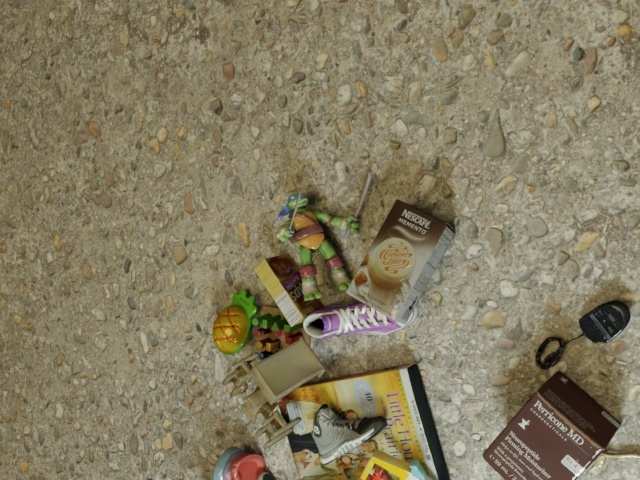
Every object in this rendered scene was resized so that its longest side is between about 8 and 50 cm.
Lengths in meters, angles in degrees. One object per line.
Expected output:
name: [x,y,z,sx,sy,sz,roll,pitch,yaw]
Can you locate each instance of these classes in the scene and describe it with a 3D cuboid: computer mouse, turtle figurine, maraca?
computer mouse: [0.549,0.201,1.533,0.242,0.041,0.071,-42,74,37]
turtle figurine: [0.000,0.000,1.776,0.274,0.197,0.267,-16,91,38]
maraca: [-0.236,0.228,2.023,0.127,0.099,0.186,28,93,36]

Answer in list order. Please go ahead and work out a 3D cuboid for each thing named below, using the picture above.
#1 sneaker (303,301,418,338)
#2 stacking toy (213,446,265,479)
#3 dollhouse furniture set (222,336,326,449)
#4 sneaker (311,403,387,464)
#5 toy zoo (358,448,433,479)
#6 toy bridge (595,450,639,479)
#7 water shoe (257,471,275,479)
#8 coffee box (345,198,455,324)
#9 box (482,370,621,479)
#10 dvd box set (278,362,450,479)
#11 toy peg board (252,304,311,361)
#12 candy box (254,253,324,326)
sneaker: [0.088,0.194,1.763,0.282,0.161,0.102,-16,86,33]
stacking toy: [-0.283,0.738,2.011,0.130,0.279,0.309,7,96,31]
dollhouse furniture set: [-0.111,0.376,1.881,0.212,0.161,0.242,53,145,17]
sneaker: [0.052,0.452,1.789,0.228,0.086,0.132,-40,72,32]
toy zoo: [0.180,0.620,1.759,0.192,0.030,0.293,28,127,11]
toy bridge: [0.665,0.473,1.490,0.188,0.026,0.063,19,105,30]
water shoe: [-0.151,0.756,2.043,0.080,0.073,0.203,-21,84,33]
coffee box: [0.184,0.049,1.669,0.141,0.098,0.247,28,90,27]
box: [0.481,0.417,1.520,0.168,0.167,0.203,41,116,23]
dvd box set: [0.097,0.496,1.852,0.420,0.062,0.308,-17,87,34]
toy peg board: [-0.113,0.270,1.955,0.161,0.079,0.161,8,100,33]
candy box: [-0.079,0.127,1.896,0.053,0.109,0.187,-42,73,30]
